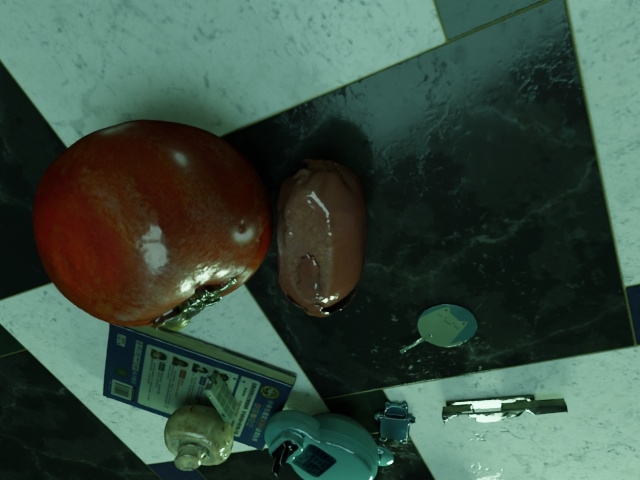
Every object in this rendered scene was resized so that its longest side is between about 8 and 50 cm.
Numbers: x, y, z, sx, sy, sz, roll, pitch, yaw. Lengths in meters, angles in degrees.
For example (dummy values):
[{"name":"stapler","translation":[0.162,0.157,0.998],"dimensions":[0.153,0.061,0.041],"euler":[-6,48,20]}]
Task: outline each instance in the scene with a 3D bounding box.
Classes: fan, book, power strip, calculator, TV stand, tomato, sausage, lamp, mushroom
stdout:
[{"name":"fan","translation":[0.222,0.181,1.003],"dimensions":[0.113,0.005,0.175],"euler":[41,122,-18]},{"name":"book","translation":[-0.296,0.346,1.206],"dimensions":[0.427,0.039,0.300],"euler":[21,127,-4]},{"name":"power strip","translation":[-0.221,0.344,1.132],"dimensions":[0.019,0.051,0.136],"euler":[-5,124,23]},{"name":"calculator","translation":[0.170,0.417,1.177],"dimensions":[0.094,0.019,0.141],"euler":[4,125,8]},{"name":"TV stand","translation":[0.381,0.354,1.074],"dimensions":[0.249,0.042,0.036],"euler":[-11,120,18]},{"name":"tomato","translation":[-0.248,-0.021,0.780],"dimensions":[0.325,0.293,0.290],"euler":[-32,83,35]},{"name":"sausage","translation":[0.000,0.000,0.828],"dimensions":[0.152,0.152,0.280],"euler":[6,126,7]},{"name":"lamp","translation":[0.007,0.475,1.168],"dimensions":[0.283,0.147,0.209],"euler":[21,127,-21]},{"name":"mushroom","translation":[-0.280,0.457,1.181],"dimensions":[0.166,0.127,0.166],"euler":[3,132,3]}]

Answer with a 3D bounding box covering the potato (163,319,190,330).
[{"name":"potato","translation":[-0.326,0.133,1.039],"dimensions":[0.137,0.070,0.092],"euler":[19,125,-5]}]
